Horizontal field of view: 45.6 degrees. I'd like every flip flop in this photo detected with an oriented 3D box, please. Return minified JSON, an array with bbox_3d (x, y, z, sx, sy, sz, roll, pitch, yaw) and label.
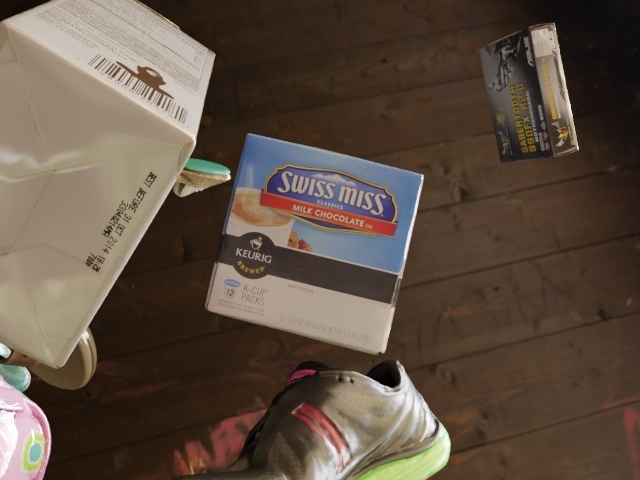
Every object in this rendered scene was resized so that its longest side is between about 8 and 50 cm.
[{"bbox_3d":[-0.311,0.072,0.744,0.112,0.277,0.080,5,-129,14],"label":"flip flop"}]

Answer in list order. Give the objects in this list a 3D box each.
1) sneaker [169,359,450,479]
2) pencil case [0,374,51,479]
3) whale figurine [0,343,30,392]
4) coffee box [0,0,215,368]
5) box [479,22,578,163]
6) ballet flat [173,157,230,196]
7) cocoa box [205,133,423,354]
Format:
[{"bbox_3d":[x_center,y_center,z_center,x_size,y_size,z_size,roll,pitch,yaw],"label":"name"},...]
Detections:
[{"bbox_3d":[-0.029,0.264,0.959,0.483,0.185,0.202,-6,-110,-51],"label":"sneaker"},{"bbox_3d":[-0.341,0.148,0.551,0.284,0.124,0.124,-1,-125,23],"label":"pencil case"},{"bbox_3d":[-0.504,0.214,1.025,0.216,0.141,0.272,-14,-97,4],"label":"whale figurine"},{"bbox_3d":[-0.140,-0.060,0.452,0.098,0.141,0.246,30,-164,-17],"label":"coffee box"},{"bbox_3d":[0.380,-0.265,1.407,0.056,0.183,0.231,-14,-84,-17],"label":"box"},{"bbox_3d":[-0.254,-0.111,1.288,0.206,0.067,0.073,11,-161,-29],"label":"ballet flat"},{"bbox_3d":[0.000,0.000,1.074,0.231,0.347,0.228,14,-89,3],"label":"cocoa box"}]
